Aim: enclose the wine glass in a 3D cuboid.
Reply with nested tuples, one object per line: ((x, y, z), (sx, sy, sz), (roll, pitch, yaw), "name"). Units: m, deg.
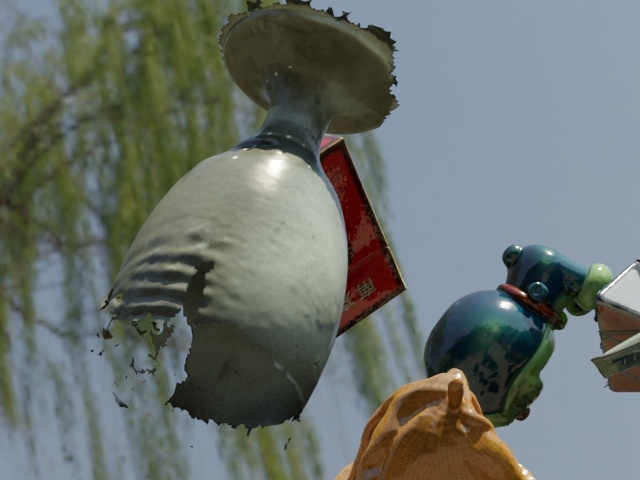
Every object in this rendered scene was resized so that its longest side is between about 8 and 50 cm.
((-0.051, -0.017, 1.499), (0.190, 0.357, 0.190), (16, -28, 9), "wine glass")

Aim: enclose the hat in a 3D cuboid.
((0.132, 0.219, 1.784), (0.233, 0.244, 0.233), (-25, -39, -24), "hat")

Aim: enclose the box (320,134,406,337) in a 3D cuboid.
((0.000, 0.000, 2.366), (0.153, 0.074, 0.240), (-35, -64, -26), "box")

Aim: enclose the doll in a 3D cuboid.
((0.271, 0.138, 2.609), (0.322, 0.186, 0.198), (-53, -4, -13), "doll")

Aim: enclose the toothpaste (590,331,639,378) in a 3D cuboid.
((0.448, 0.091, 2.134), (0.268, 0.047, 0.069), (-28, 4, 10), "toothpaste")

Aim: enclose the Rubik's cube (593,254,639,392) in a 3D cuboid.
((0.487, 0.108, 2.446), (0.233, 0.229, 0.228), (-21, -74, 2), "Rubik's cube")
